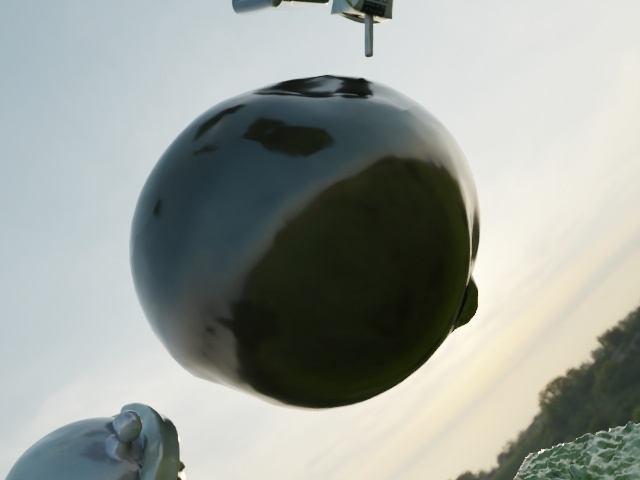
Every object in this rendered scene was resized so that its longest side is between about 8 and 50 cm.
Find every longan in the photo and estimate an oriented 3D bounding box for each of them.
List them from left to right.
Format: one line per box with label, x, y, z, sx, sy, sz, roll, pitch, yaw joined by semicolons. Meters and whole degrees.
longan;0.000;0.000;0.708;0.361;0.361;0.361;-39;-23;-20

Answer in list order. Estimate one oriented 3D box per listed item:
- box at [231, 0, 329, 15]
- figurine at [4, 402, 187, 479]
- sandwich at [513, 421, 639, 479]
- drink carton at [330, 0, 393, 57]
box;-0.071;-0.463;1.219;0.130;0.227;0.162;-1;-78;-26
figurine;-0.162;0.210;0.490;0.141;0.162;0.236;31;-77;-25
sandwich;0.232;0.240;0.461;0.122;0.235;0.128;-34;-4;28
drink carton;0.061;-0.337;0.950;0.084;0.074;0.199;6;-85;-32
